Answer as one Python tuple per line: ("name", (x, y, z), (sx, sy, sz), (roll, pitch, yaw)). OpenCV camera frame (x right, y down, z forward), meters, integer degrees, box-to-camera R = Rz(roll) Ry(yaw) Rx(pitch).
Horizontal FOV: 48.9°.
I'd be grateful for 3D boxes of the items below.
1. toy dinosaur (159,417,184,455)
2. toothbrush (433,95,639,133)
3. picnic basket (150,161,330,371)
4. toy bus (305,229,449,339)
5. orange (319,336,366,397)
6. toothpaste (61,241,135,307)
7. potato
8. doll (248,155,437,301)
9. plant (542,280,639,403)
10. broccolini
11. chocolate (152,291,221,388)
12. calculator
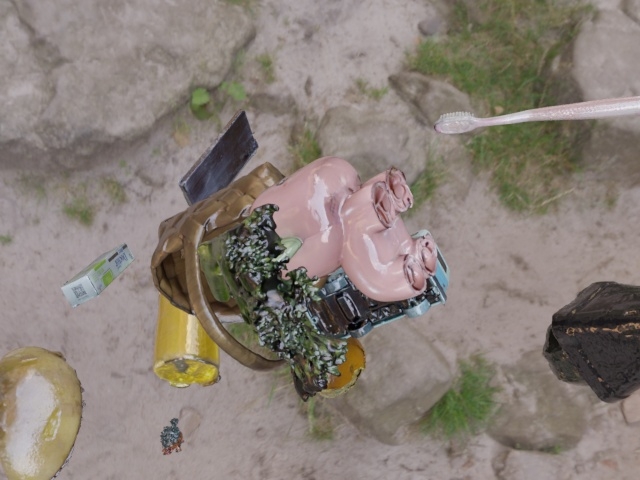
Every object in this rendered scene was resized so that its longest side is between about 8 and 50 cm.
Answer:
("toy dinosaur", (-0.337, 0.443, 1.589), (0.049, 0.154, 0.055), (-15, 103, -3))
("toothbrush", (0.300, -0.166, 0.910), (0.307, 0.025, 0.030), (-3, 35, 20))
("picnic basket", (-0.136, 0.075, 1.242), (0.293, 0.337, 0.337), (43, 55, -38))
("toy bus", (0.112, 0.087, 1.379), (0.133, 0.271, 0.165), (61, 28, -9))
("orange", (0.022, 0.262, 1.519), (0.134, 0.157, 0.156), (20, 52, 44))
("toothpaste", (-0.588, 0.087, 1.883), (0.081, 0.336, 0.067), (-25, 103, 7))
("potato", (-0.462, 0.262, 1.143), (0.120, 0.100, 0.261), (-19, 54, 4))
("doll", (0.000, 0.000, 1.008), (0.284, 0.268, 0.216), (-39, 107, -57))
("plant", (0.448, 0.149, 1.064), (0.141, 0.256, 0.164), (-33, 89, -28))
("broccolini", (-0.043, 0.047, 0.506), (0.062, 0.271, 0.123), (-16, 90, -16))
("chocolate", (-0.320, 0.132, 1.730), (0.162, 0.162, 0.446), (4, 55, -13))
("calculator", (-0.240, -0.183, 1.699), (0.021, 0.161, 0.262), (24, 63, 22))
